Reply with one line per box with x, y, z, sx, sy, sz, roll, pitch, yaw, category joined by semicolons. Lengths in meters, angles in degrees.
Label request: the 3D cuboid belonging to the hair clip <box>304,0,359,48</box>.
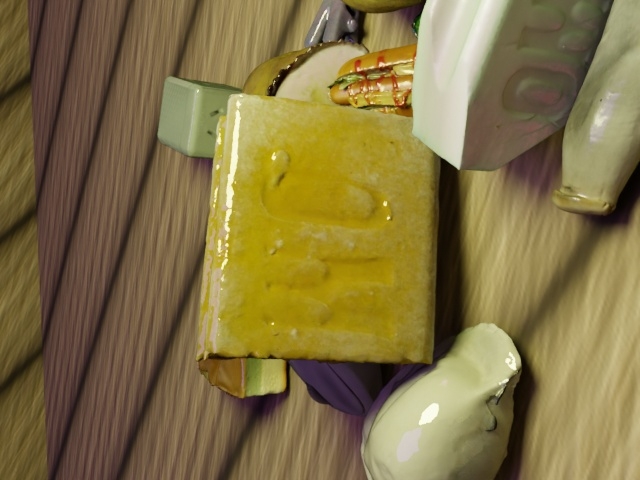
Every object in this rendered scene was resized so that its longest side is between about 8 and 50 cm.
0.044;-0.403;1.202;0.137;0.090;0.278;21;107;46;hair clip

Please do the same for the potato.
-0.030;-0.190;1.225;0.266;0.229;0.229;-150;65;-67;potato

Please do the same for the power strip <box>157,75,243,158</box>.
-0.239;-0.248;1.565;0.224;0.140;0.139;29;114;53;power strip

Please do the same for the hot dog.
0.118;-0.206;1.027;0.250;0.076;0.104;-2;100;26;hot dog

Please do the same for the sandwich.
-0.152;0.181;1.467;0.220;0.108;0.186;6;94;58;sandwich

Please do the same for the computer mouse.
-0.007;0.139;1.183;0.184;0.121;0.296;11;116;55;computer mouse

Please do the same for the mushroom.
0.329;-0.179;0.793;0.109;0.097;0.351;55;136;43;mushroom

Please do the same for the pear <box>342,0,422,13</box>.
0.086;-0.422;1.043;0.228;0.211;0.188;53;156;-1;pear

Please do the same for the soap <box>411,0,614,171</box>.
0.222;-0.249;0.838;0.115;0.208;0.346;47;126;45;soap

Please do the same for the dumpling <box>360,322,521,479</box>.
0.151;0.231;1.018;0.175;0.243;0.227;61;176;-25;dumpling

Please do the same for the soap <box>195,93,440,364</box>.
0.000;0.000;1.011;0.156;0.294;0.335;143;133;-75;soap

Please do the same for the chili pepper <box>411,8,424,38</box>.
0.204;-0.324;0.996;0.224;0.061;0.098;-43;51;45;chili pepper
